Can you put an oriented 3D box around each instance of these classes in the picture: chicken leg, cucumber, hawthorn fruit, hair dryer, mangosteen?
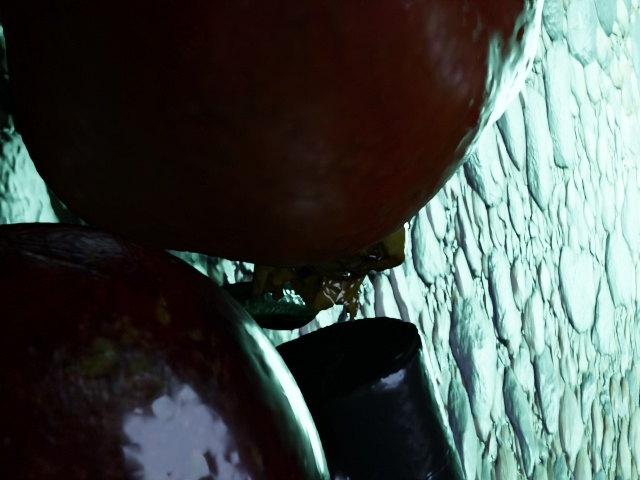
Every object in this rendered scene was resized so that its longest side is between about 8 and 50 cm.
[{"bbox_3d":[0.002,-0.003,1.084,0.207,0.085,0.101,145,-39,-80],"label":"chicken leg"},{"bbox_3d":[-0.037,0.040,1.098,0.184,0.036,0.033,3,65,-65],"label":"cucumber"},{"bbox_3d":[-0.029,-0.128,0.883,0.311,0.295,0.295,39,43,-82],"label":"hawthorn fruit"},{"bbox_3d":[-0.003,0.219,1.052,0.302,0.116,0.244,-41,119,-50],"label":"hair dryer"},{"bbox_3d":[-0.116,0.092,0.676,0.257,0.215,0.215,28,-40,62],"label":"mangosteen"}]
